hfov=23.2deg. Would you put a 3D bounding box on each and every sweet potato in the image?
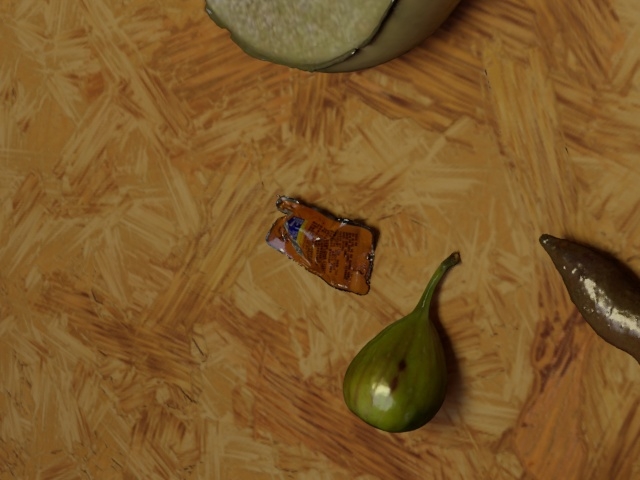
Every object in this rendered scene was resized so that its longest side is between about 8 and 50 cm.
[{"bbox_3d":[0.252,0.070,1.221,0.218,0.051,0.065,50,134,12],"label":"sweet potato"}]

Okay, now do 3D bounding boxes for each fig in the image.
[{"bbox_3d":[0.092,0.097,1.368,0.093,0.093,0.166,41,91,20],"label":"fig"}]

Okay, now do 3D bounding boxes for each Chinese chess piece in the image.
[{"bbox_3d":[0.004,-0.269,1.252,0.270,0.112,0.270,16,116,35],"label":"Chinese chess piece"}]

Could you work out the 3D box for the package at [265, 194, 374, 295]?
[{"bbox_3d":[-0.001,0.001,1.418,0.110,0.033,0.077,28,114,23],"label":"package"}]
